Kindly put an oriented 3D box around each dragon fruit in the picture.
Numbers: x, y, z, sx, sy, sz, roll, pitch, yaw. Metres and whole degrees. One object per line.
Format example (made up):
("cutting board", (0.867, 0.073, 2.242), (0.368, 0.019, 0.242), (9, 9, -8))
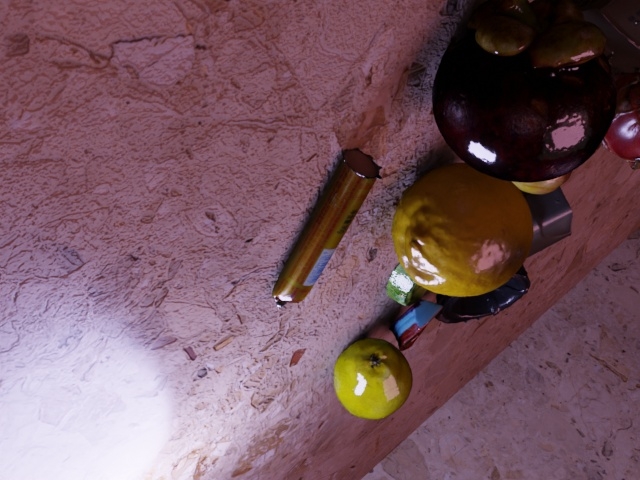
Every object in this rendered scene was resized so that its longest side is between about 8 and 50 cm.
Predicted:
("dragon fruit", (0.819, -0.314, 2.143), (0.250, 0.250, 0.315), (-54, -165, 21))

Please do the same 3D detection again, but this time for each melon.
("melon", (0.227, 0.109, 2.109), (0.118, 0.064, 0.209), (-49, 159, -1))

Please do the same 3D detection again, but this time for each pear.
("pear", (0.135, 0.363, 2.194), (0.212, 0.212, 0.269), (-35, 159, -21))

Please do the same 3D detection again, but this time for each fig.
("fig", (0.460, -0.171, 1.959), (0.257, 0.159, 0.159), (-15, 147, -15))

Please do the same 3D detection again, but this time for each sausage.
("sausage", (0.000, 0.000, 1.546), (0.082, 0.082, 0.371), (-16, 144, -47))

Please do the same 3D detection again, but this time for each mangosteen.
("mangosteen", (0.341, -0.266, 1.401), (0.307, 0.307, 0.347), (-31, 136, -28))

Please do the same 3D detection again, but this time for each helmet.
("helmet", (0.424, 0.106, 2.284), (0.279, 0.160, 0.230), (-27, 149, 26))

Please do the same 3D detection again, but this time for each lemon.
("lemon", (0.292, -0.022, 1.734), (0.297, 0.297, 0.297), (-35, 155, -20))

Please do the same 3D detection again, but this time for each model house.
("model house", (0.568, -0.431, 1.642), (0.211, 0.204, 0.243), (30, 138, -23))

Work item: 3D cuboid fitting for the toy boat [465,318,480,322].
("toy boat", (0.499, 0.148, 2.500), (0.319, 0.141, 0.092), (-22, 136, -41))

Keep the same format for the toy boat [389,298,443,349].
("toy boat", (0.241, 0.223, 2.186), (0.136, 0.079, 0.392), (-42, 171, -13))

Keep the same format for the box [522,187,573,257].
("box", (0.576, -0.053, 2.259), (0.178, 0.138, 0.274), (-26, 160, 5))
